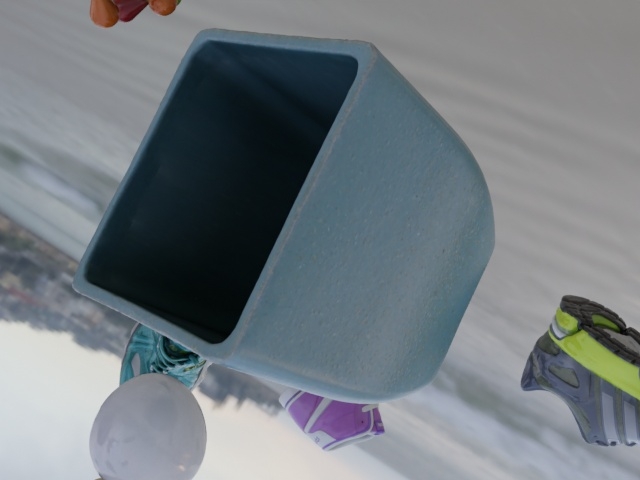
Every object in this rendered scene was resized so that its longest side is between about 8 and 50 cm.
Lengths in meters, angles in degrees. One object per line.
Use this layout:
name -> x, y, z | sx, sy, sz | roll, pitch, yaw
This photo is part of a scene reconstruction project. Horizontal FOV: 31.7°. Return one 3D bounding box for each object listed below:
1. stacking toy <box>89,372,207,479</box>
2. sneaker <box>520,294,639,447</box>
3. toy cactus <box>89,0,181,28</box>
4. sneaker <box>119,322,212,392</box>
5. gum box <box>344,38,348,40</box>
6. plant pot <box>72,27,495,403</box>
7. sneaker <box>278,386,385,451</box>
stacking toy -> -0.200, 0.364, 1.173 | 0.350, 0.480, 0.350 | 11, -171, -2
sneaker -> 0.352, 0.185, 1.241 | 0.300, 0.121, 0.111 | 37, -152, -2
toy cactus -> -0.103, -0.231, 0.760 | 0.180, 0.112, 0.219 | -9, 147, 6
sneaker -> -0.166, 0.112, 1.323 | 0.107, 0.275, 0.110 | 33, -154, -2
gum box -> -0.050, -0.127, 1.211 | 0.157, 0.184, 0.041 | -12, 130, 34
plant pot -> 0.000, 0.000, 0.931 | 0.252, 0.248, 0.247 | 30, 172, -38
sneaker -> 0.086, 0.233, 1.867 | 0.161, 0.282, 0.102 | 48, -177, 23
